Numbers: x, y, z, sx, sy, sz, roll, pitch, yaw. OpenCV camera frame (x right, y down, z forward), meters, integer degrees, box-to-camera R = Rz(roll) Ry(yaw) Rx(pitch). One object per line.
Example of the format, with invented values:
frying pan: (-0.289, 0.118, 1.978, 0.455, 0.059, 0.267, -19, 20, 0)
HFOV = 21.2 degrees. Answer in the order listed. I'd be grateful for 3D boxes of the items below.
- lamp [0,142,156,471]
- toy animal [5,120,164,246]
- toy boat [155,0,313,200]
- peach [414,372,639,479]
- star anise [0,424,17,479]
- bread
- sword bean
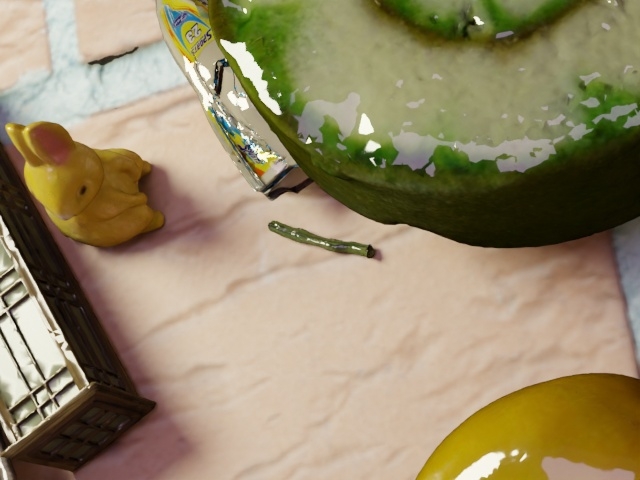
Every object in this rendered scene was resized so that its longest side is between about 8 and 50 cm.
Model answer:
lamp: (-0.242, 0.014, 1.260, 0.090, 0.089, 0.325, -37, 64, 12)
toy animal: (-0.179, -0.042, 1.207, 0.083, 0.159, 0.070, -21, 70, 12)
toy boat: (-0.059, -0.114, 1.227, 0.084, 0.066, 0.210, -45, 62, 5)
peach: (0.158, 0.204, 1.002, 0.251, 0.153, 0.251, -2, 86, 35)
star anise: (-0.328, 0.171, 1.242, 0.316, 0.139, 0.359, -12, 82, 34)
bread: (0.120, -0.181, 1.099, 0.382, 0.129, 0.366, -20, 61, 6)
sword bean: (0.000, 0.000, 1.199, 0.083, 0.012, 0.012, 14, 82, 26)
